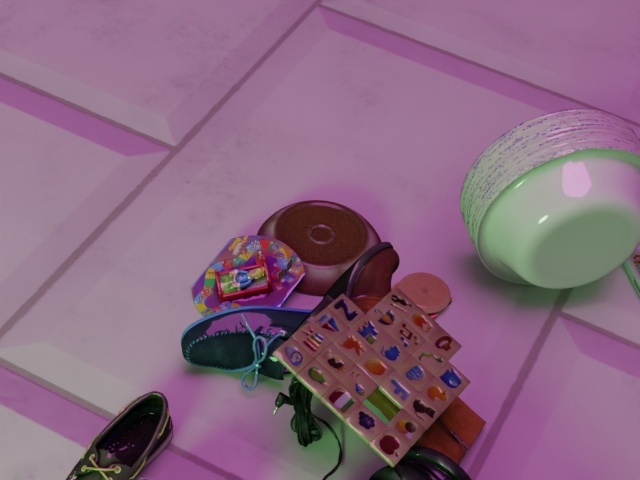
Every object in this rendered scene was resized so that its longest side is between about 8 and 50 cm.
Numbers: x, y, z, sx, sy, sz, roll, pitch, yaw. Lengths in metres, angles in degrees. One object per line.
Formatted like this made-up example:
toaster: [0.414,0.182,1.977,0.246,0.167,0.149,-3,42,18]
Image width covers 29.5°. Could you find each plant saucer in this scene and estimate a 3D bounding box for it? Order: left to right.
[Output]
plant saucer: [0.000,0.000,1.857,0.198,0.036,0.199,4,45,-4]

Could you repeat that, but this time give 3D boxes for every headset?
headset: [0.066,0.314,1.452,0.243,0.185,0.394,-17,33,-23]

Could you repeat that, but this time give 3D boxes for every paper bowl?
paper bowl: [0.356,-0.040,1.767,0.284,0.284,0.148,-6,48,-13]

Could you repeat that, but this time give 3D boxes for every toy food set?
toy food set: [0.153,0.081,1.807,0.083,0.020,0.082,-28,55,-30]

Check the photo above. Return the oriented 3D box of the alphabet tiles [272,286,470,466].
alphabet tiles: [0.078,0.151,1.530,0.198,0.009,0.237,42,42,10]

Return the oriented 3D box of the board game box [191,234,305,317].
board game box: [-0.109,0.051,1.769,0.133,0.033,0.169,27,61,22]

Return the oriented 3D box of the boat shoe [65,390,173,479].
boat shoe: [-0.265,0.281,1.524,0.081,0.069,0.228,24,48,16]

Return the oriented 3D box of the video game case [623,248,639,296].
video game case: [0.593,0.081,1.861,0.212,0.023,0.193,-6,47,-12]

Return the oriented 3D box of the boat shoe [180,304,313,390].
boat shoe: [-0.059,0.143,1.661,0.258,0.109,0.089,-6,46,-10]

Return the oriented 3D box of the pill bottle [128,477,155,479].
pill bottle: [-0.237,0.398,1.371,0.130,0.130,0.246,23,48,15]

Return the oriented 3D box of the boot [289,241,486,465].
boot: [0.123,0.152,1.635,0.280,0.096,0.264,42,31,0]
